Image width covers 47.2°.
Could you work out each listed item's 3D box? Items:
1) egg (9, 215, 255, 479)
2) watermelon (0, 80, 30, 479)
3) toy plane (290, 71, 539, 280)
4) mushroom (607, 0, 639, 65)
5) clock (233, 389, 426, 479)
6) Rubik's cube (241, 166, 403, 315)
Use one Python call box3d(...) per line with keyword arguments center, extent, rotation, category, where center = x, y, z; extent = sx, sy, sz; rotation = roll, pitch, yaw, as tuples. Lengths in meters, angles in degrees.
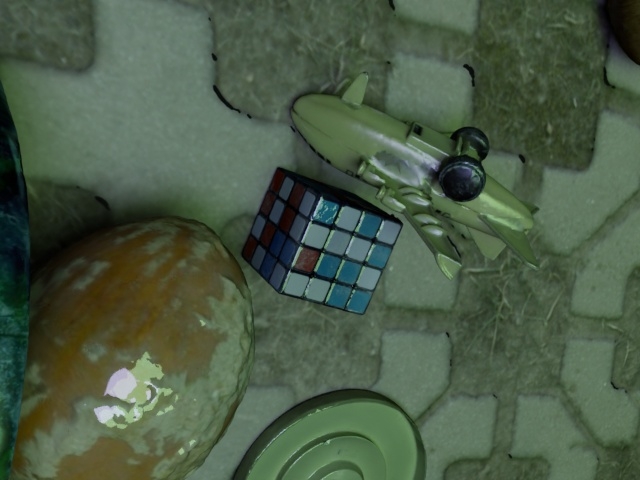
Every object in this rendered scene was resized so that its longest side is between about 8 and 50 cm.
box3d(center=(-0.147, 0.089, 0.552), extent=(0.195, 0.195, 0.233), rotation=(23, 96, -32), category="egg")
box3d(center=(-0.308, 0.051, 0.414), extent=(0.222, 0.292, 0.319), rotation=(10, 113, -34), category="watermelon")
box3d(center=(0.088, -0.064, 0.639), extent=(0.244, 0.229, 0.092), rotation=(33, 124, -5), category="toy plane")
box3d(center=(0.334, -0.259, 0.731), extent=(0.094, 0.072, 0.209), rotation=(-28, 116, -17), category="mushroom")
box3d(center=(0.013, 0.273, 0.800), extent=(0.235, 0.029, 0.234), rotation=(-10, 113, -24), category="clock")
box3d(center=(0.000, 0.000, 0.649), extent=(0.092, 0.092, 0.092), rotation=(17, 101, -32), category="Rubik's cube")
